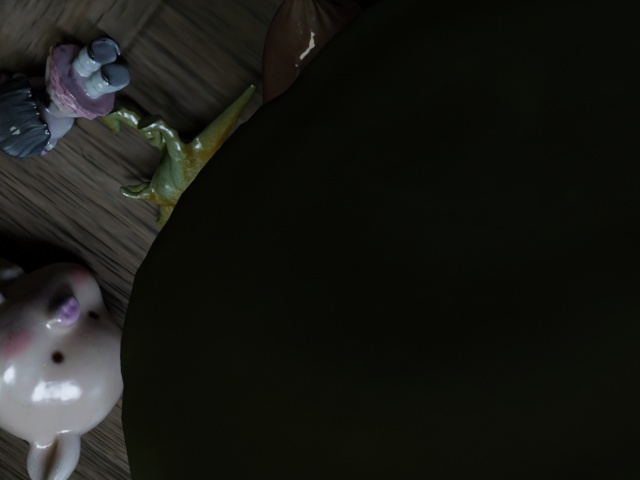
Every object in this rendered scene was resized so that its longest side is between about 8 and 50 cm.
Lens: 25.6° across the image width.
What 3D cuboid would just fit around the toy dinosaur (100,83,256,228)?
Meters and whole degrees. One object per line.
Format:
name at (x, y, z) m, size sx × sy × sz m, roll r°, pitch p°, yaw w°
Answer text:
toy dinosaur at (-0.086, -0.054, 1.017) m, size 0.162 × 0.039 × 0.126 m, roll -7°, pitch 138°, yaw 30°

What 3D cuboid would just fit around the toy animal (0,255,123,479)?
toy animal at (-0.275, 0.077, 1.157) m, size 0.248 × 0.165 × 0.149 m, roll 26°, pitch 144°, yaw 12°

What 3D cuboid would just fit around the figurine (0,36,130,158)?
figurine at (-0.196, -0.105, 1.008) m, size 0.129 × 0.054 × 0.072 m, roll -25°, pitch 97°, yaw 40°

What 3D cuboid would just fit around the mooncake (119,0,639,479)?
mooncake at (0.143, 0.052, 0.701) m, size 0.467 × 0.467 × 0.262 m, roll -5°, pitch 138°, yaw 32°

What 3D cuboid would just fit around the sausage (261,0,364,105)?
sausage at (0.001, 0.002, 0.988) m, size 0.088 × 0.088 × 0.433 m, roll 16°, pitch 138°, yaw 13°
